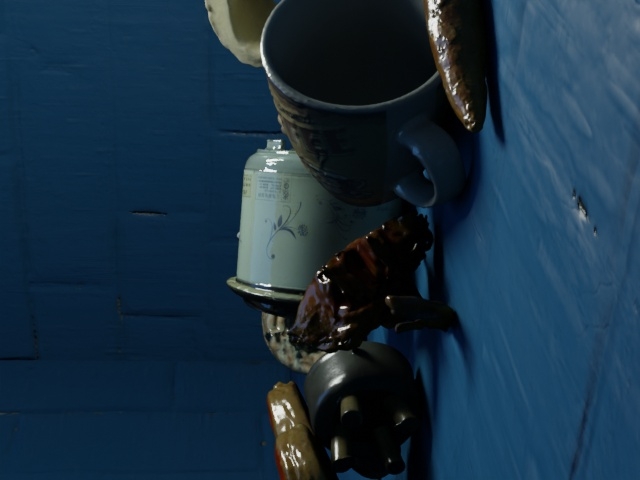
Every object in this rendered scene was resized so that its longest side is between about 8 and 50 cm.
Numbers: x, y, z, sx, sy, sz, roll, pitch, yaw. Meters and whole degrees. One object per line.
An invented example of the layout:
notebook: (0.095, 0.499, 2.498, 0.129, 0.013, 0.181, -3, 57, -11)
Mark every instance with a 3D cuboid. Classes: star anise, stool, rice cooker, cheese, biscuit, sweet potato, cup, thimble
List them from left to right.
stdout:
cheese: (-0.041, -0.433, 1.856, 0.332, 0.292, 0.153, 100, -168, -52)
thimble: (-0.008, 0.144, 2.119, 0.229, 0.196, 0.148, -60, 7, -4)
rice cooker: (0.000, 0.000, 1.665, 0.317, 0.264, 0.316, -2, 87, 49)
biscuit: (0.019, 0.418, 1.541, 0.368, 0.076, 0.394, -115, 2, -76)
stool: (0.074, 0.246, 1.512, 0.228, 0.153, 0.139, 53, -168, -33)
star anise: (0.071, 0.065, 1.389, 0.148, 0.237, 0.346, 51, 173, -6)
cup: (0.079, -0.141, 1.340, 0.301, 0.227, 0.257, 53, 168, 31)
sweet potato: (0.140, -0.239, 1.172, 0.066, 0.072, 0.314, 124, 152, -54)

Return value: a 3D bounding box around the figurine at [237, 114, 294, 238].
figurine: (0.005, -0.126, 1.973, 0.203, 0.248, 0.380, 16, 94, 61)
